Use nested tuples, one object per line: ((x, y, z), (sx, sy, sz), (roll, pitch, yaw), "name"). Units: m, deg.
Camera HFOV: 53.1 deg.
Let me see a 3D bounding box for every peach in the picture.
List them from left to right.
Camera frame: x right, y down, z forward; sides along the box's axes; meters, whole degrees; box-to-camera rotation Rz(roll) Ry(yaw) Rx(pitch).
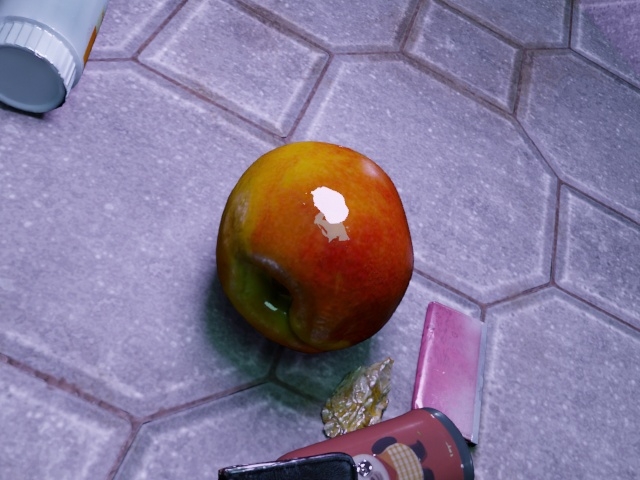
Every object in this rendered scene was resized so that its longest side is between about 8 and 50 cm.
((0.000, 0.000, 0.967), (0.308, 0.308, 0.332), (34, 35, -1), "peach")

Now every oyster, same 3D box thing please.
((0.065, 0.255, 0.974), (0.146, 0.045, 0.121), (-11, 77, -31), "oyster")

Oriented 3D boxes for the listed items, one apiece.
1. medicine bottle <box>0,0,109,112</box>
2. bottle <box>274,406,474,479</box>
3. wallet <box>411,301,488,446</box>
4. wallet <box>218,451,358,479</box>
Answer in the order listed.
((-0.457, -0.372, 1.080), (0.158, 0.158, 0.318), (15, 51, -16), "medicine bottle")
((0.031, 0.330, 0.835), (0.336, 0.144, 0.144), (-10, 62, -28), "bottle")
((0.220, 0.217, 1.080), (0.119, 0.025, 0.232), (25, 50, -9), "wallet")
((-0.035, 0.395, 0.709), (0.172, 0.045, 0.318), (0, 92, -26), "wallet")
